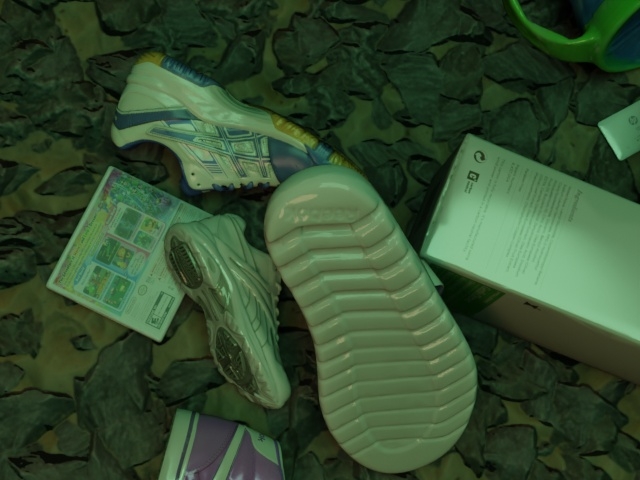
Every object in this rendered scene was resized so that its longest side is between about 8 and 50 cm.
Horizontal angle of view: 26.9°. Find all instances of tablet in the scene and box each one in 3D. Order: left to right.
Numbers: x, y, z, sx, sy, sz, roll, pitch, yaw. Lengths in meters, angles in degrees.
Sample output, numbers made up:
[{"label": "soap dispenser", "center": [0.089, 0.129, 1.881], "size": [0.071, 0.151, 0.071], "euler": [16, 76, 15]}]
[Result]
[{"label": "tablet", "center": [0.382, -0.137, 1.621], "size": [0.083, 0.006, 0.054], "euler": [-28, 82, -12]}]

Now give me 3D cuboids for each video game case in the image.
[{"label": "video game case", "center": [-0.209, 0.015, 1.508], "size": [0.143, 0.019, 0.157], "euler": [26, 77, -1]}]

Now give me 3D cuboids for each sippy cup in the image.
[{"label": "sippy cup", "center": [0.368, -0.353, 1.567], "size": [0.306, 0.240, 0.224], "euler": [-16, 68, -35]}]

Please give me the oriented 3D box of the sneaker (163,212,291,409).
[{"label": "sneaker", "center": [-0.074, 0.070, 1.480], "size": [0.115, 0.090, 0.232], "euler": [-25, 93, -34]}]

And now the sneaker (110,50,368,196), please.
[{"label": "sneaker", "center": [-0.094, -0.096, 1.517], "size": [0.297, 0.112, 0.131], "euler": [27, 93, 1]}]

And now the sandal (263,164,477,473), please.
[{"label": "sandal", "center": [0.061, 0.077, 1.389], "size": [0.169, 0.416, 0.102], "euler": [-14, 38, 6]}]

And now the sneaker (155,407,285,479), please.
[{"label": "sneaker", "center": [-0.114, 0.330, 1.412], "size": [0.161, 0.102, 0.282], "euler": [17, 76, -6]}]

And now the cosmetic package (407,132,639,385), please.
[{"label": "cosmetic package", "center": [0.285, 0.035, 1.476], "size": [0.366, 0.197, 0.155], "euler": [23, 76, 0]}]
